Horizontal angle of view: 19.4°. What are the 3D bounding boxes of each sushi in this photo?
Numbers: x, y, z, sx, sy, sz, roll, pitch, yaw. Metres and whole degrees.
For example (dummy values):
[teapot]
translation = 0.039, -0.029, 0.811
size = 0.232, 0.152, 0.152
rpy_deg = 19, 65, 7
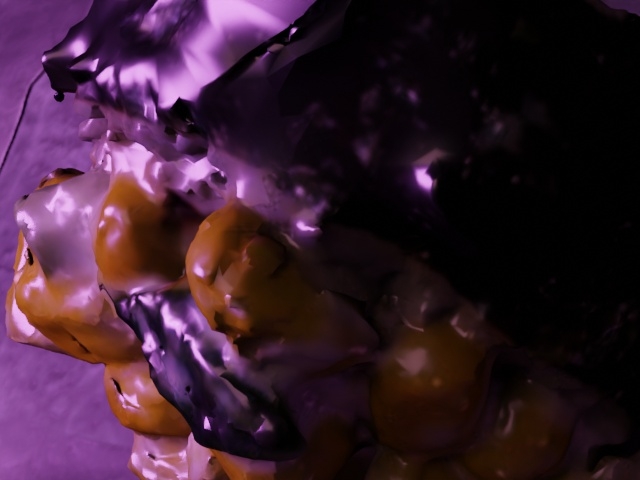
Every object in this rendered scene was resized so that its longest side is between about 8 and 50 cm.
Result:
[sushi]
translation = 0.000, 0.000, 0.859
size = 0.328, 0.328, 0.285
rpy_deg = 25, 76, 40
